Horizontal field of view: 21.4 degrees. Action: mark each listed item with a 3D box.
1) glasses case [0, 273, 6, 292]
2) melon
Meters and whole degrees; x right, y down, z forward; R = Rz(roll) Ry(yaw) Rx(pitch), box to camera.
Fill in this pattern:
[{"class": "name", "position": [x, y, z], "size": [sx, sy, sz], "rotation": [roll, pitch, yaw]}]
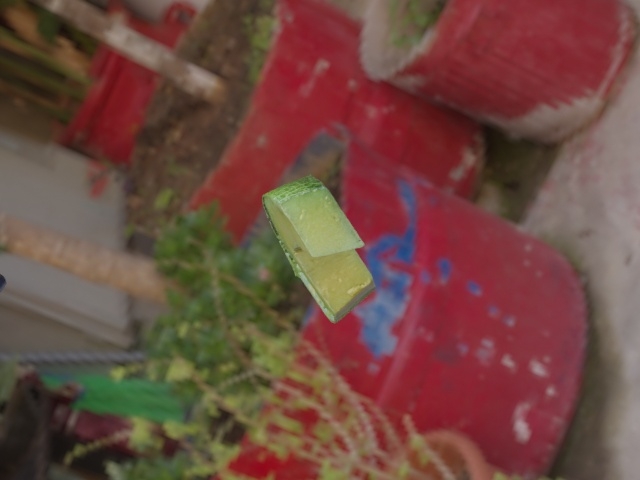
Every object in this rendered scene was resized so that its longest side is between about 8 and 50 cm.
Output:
[{"class": "glasses case", "position": [-0.315, 0.027, 1.469], "size": [0.023, 0.083, 0.033], "rotation": [107, -171, -59]}, {"class": "melon", "position": [0.000, 0.000, 1.644], "size": [0.064, 0.118, 0.209], "rotation": [-32, -15, -6]}]
